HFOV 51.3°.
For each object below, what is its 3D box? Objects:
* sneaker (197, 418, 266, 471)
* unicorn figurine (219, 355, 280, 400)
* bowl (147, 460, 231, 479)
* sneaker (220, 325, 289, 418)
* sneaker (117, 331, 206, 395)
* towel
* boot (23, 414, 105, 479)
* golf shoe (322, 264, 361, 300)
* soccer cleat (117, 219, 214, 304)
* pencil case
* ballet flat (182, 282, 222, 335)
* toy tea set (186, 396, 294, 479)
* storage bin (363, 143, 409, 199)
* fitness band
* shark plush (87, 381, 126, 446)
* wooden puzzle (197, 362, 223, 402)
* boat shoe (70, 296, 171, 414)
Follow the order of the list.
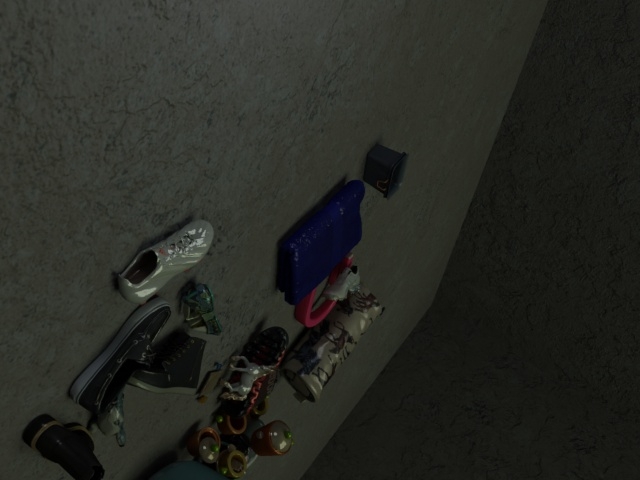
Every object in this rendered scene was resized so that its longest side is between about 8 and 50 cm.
[{"bbox_3d":[-0.254,0.601,1.905,0.295,0.124,0.178,-44,166,-34],"label":"sneaker"},{"bbox_3d":[-0.184,0.339,1.673,0.161,0.111,0.060,-59,-164,30],"label":"unicorn figurine"},{"bbox_3d":[-0.351,0.660,1.622,0.312,0.163,0.311,-38,153,-23],"label":"bowl"},{"bbox_3d":[-0.159,0.340,1.769,0.276,0.098,0.135,-61,161,12],"label":"sneaker"},{"bbox_3d":[-0.306,0.230,1.287,0.222,0.083,0.118,34,69,-65],"label":"sneaker"},{"bbox_3d":[0.000,0.000,1.703,0.308,0.076,0.227,-45,150,-35],"label":"towel"},{"bbox_3d":[-0.405,0.375,1.129,0.076,0.137,0.198,-54,161,-14],"label":"boot"},{"bbox_3d":[0.059,0.119,1.910,0.176,0.069,0.085,-24,122,-60],"label":"golf shoe"},{"bbox_3d":[-0.251,0.026,1.103,0.196,0.068,0.076,-45,154,-27],"label":"soccer cleat"},{"bbox_3d":[0.037,0.324,2.144,0.410,0.160,0.183,-50,145,-25],"label":"pencil case"},{"bbox_3d":[-0.241,0.146,1.336,0.070,0.070,0.188,-49,157,-27],"label":"ballet flat"},{"bbox_3d":[-0.197,0.525,1.785,0.124,0.199,0.336,-25,178,33],"label":"toy tea set"},{"bbox_3d":[0.168,-0.187,1.798,0.098,0.091,0.135,-47,157,-33],"label":"storage bin"},{"bbox_3d":[0.010,0.131,1.945,0.209,0.054,0.290,-42,154,-41],"label":"fitness band"},{"bbox_3d":[-0.384,0.307,1.225,0.067,0.073,0.161,-68,170,-50],"label":"shark plush"},{"bbox_3d":[-0.270,0.348,1.629,0.116,0.014,0.078,-59,166,0],"label":"wooden puzzle"},{"bbox_3d":[-0.327,0.202,1.155,0.228,0.076,0.080,-49,159,-26],"label":"boat shoe"}]
